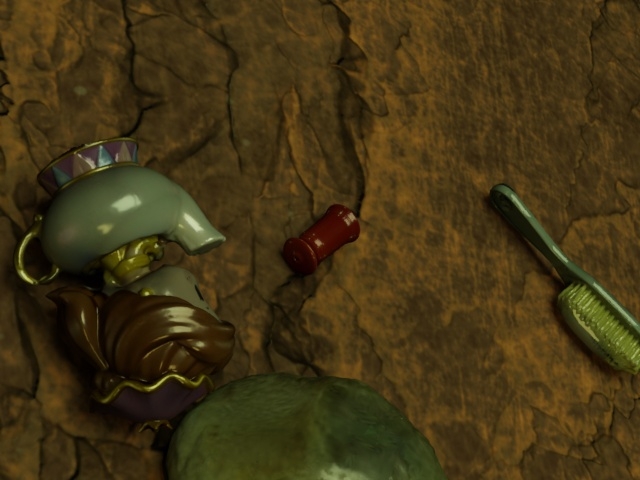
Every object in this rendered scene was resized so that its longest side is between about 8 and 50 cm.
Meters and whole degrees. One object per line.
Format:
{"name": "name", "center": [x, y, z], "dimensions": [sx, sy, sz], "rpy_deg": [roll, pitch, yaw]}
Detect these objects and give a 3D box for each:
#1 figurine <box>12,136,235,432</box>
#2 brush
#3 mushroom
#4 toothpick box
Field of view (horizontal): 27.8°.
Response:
{"name": "figurine", "center": [-0.170, 0.045, 1.185], "dimensions": [0.189, 0.142, 0.264], "rpy_deg": [-21, 80, -7]}
{"name": "brush", "center": [0.293, 0.058, 1.545], "dimensions": [0.060, 0.068, 0.297], "rpy_deg": [-43, 90, -18]}
{"name": "mushroom", "center": [-0.006, 0.219, 1.159], "dimensions": [0.267, 0.164, 0.189], "rpy_deg": [46, 42, 12]}
{"name": "toothpick box", "center": [0.000, 0.000, 1.377], "dimensions": [0.083, 0.047, 0.047], "rpy_deg": [-37, 90, -39]}
